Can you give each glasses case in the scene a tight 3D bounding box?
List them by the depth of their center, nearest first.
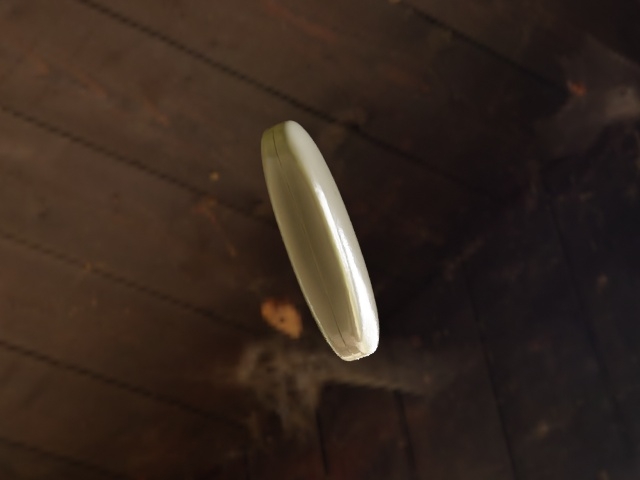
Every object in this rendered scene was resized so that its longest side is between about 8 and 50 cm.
[{"bbox_3d":[0.000,0.000,0.572,0.021,0.083,0.032,-20,0,14],"label":"glasses case"}]
